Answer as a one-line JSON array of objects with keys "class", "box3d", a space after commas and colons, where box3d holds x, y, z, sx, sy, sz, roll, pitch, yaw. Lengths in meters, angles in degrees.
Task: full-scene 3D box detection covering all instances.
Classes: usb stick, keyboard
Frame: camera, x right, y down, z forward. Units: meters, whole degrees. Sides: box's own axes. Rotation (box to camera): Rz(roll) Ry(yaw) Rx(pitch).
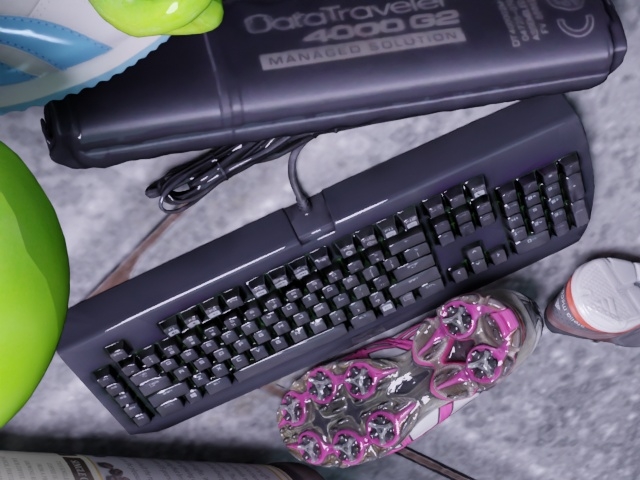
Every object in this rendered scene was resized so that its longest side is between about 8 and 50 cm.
[{"class": "usb stick", "box3d": [0.007, -0.086, 0.570, 0.278, 0.077, 0.045, -10, 150, -12]}, {"class": "keyboard", "box3d": [0.000, 0.000, 0.676, 0.317, 0.033, 0.201, -25, 134, 2]}]

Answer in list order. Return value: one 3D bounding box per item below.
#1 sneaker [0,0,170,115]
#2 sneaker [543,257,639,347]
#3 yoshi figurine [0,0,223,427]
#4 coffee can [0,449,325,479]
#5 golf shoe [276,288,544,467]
[{"class": "sneaker", "box3d": [-0.147, -0.106, 0.487, 0.229, 0.087, 0.092, -20, 129, -7]}, {"class": "sneaker", "box3d": [0.213, 0.042, 0.790, 0.158, 0.061, 0.065, 7, 154, -25]}, {"class": "yoshi figurine", "box3d": [-0.118, -0.083, 0.359, 0.203, 0.203, 0.362, 14, 103, -16]}, {"class": "coffee can", "box3d": [-0.141, 0.224, 0.705, 0.275, 0.201, 0.201, 9, 127, -27]}, {"class": "golf shoe", "box3d": [0.058, 0.089, 0.751, 0.186, 0.067, 0.086, -29, 169, 27]}]
